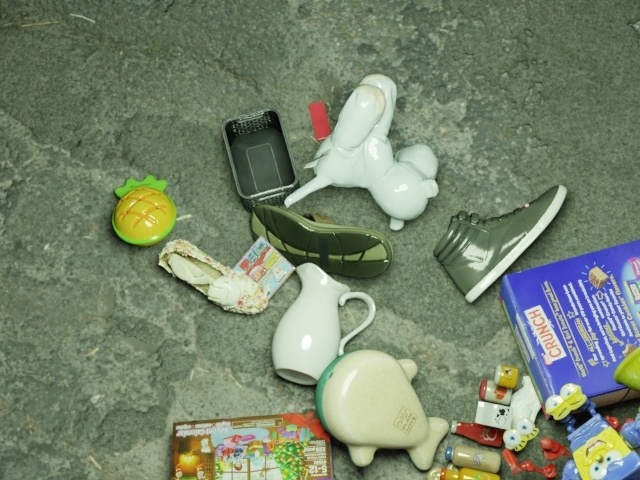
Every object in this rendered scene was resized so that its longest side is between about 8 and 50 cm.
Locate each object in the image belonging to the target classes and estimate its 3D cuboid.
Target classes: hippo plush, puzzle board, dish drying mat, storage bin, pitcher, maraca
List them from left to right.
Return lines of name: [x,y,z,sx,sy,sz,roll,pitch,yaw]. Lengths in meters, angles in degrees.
maraca: [-0.352,-0.062,1.852,0.127,0.099,0.186,-9,48,-9]
puzzle board: [-0.124,0.069,1.821,0.096,0.011,0.128,43,101,13]
storage bin: [-0.118,-0.160,1.870,0.122,0.084,0.180,-15,72,-2]
dish drying mat: [-0.001,-0.247,1.934,0.032,0.008,0.083,-13,74,-1]
pitcher: [0.007,0.170,1.761,0.177,0.125,0.207,21,65,-9]
hippo plush: [0.126,-0.159,1.777,0.236,0.234,0.294,33,44,-1]

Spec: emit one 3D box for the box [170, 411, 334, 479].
box: [-0.123,0.420,1.687,0.293,0.057,0.201,-5,56,1]

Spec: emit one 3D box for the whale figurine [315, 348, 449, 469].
whale figurine: [0.107,0.311,1.699,0.272,0.141,0.216,36,72,-24]

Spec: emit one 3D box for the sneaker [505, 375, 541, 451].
sneaker: [0.374,0.321,1.731,0.061,0.054,0.152,27,69,15]

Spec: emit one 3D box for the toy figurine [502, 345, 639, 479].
toy figurine: [0.499,0.345,1.518,0.362,0.191,0.217,-40,35,15]

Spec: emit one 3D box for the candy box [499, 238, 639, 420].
candy box: [0.523,0.158,1.709,0.317,0.122,0.268,-13,60,-3]

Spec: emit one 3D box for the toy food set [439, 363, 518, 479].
toy food set: [0.286,0.335,1.693,0.104,0.111,0.232,10,83,6]

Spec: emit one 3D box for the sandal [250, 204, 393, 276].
sandal: [0.001,0.002,1.818,0.302,0.086,0.120,14,117,17]

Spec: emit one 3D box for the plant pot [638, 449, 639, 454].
plant pot: [0.666,0.403,1.590,0.291,0.291,0.203,17,58,7]

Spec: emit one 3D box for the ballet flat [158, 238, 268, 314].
ballet flat: [-0.217,0.079,1.802,0.241,0.077,0.091,28,110,16]

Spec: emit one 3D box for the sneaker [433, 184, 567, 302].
sneaker: [0.340,-0.032,1.804,0.147,0.104,0.296,44,84,8]

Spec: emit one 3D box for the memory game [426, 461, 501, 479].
memory game: [0.257,0.496,1.701,0.186,0.012,0.186,-1,74,2]
